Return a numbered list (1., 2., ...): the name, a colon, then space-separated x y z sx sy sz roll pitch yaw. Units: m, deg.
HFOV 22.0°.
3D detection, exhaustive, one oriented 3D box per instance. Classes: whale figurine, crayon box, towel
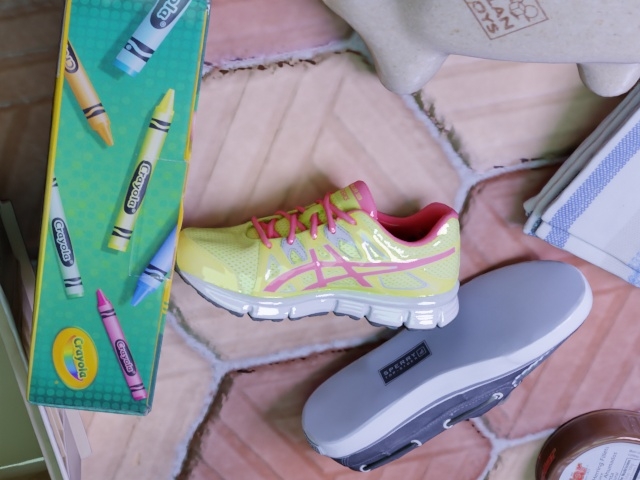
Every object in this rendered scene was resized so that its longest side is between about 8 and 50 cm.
1. whale figurine: 0.135 -0.185 1.003 0.272 0.141 0.216 -21 122 34
2. crayon box: -0.126 -0.055 1.007 0.081 0.165 0.278 6 118 -9
3. towel: 0.307 -0.024 1.121 0.285 0.034 0.209 24 129 -18

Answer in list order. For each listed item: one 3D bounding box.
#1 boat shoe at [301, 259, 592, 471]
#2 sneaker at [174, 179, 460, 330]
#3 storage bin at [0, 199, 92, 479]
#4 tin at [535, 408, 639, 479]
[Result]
1. boat shoe: 0.098 0.097 1.171 0.228 0.080 0.076 -34 134 9
2. sneaker: 0.000 0.000 1.106 0.208 0.081 0.094 4 116 -19
3. storage bin: -0.309 0.108 1.102 0.262 0.123 0.260 -12 120 1
4. tin: 0.258 0.187 1.258 0.189 0.040 0.106 10 113 -11
